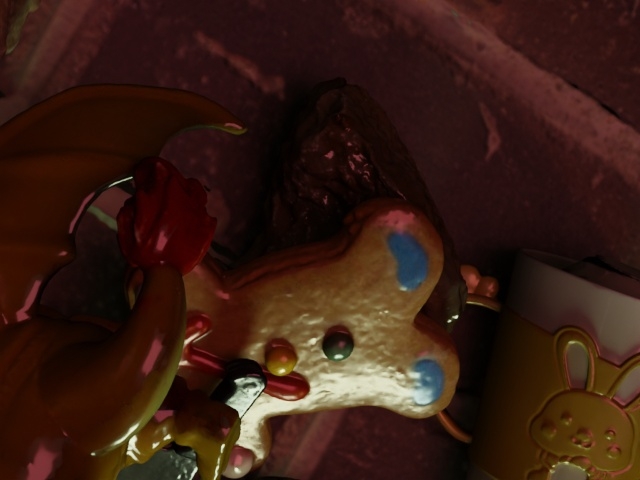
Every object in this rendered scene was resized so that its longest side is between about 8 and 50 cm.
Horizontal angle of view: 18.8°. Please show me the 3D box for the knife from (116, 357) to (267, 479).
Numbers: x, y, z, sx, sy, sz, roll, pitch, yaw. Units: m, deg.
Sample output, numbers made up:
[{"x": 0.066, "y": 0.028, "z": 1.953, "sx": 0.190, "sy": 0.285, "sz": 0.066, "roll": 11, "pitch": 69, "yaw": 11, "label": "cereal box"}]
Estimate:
[{"x": -0.123, "y": 0.162, "z": 1.350, "sx": 0.072, "sy": 0.019, "sz": 0.245, "roll": 23, "pitch": 123, "yaw": -25, "label": "knife"}]

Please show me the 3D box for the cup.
[{"x": 0.182, "y": 0.119, "z": 1.493, "sx": 0.241, "sy": 0.185, "sz": 0.226, "roll": 18, "pitch": 96, "yaw": 8, "label": "cup"}]

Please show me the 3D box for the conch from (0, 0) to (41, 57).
[{"x": -0.302, "y": -0.254, "z": 1.178, "sx": 0.352, "sy": 0.210, "sz": 0.297, "roll": 2, "pitch": 79, "yaw": -23, "label": "conch"}]

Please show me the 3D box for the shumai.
[{"x": 0.000, "y": 0.000, "z": 1.402, "sx": 0.176, "sy": 0.166, "sz": 0.205, "roll": -23, "pitch": 102, "yaw": 5, "label": "shumai"}]

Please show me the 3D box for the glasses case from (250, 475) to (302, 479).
[{"x": 0.018, "y": 0.373, "z": 1.472, "sx": 0.156, "sy": 0.098, "sz": 0.425, "roll": -36, "pitch": 111, "yaw": -28, "label": "glasses case"}]

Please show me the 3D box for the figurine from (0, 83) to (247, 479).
[{"x": -0.243, "y": 0.062, "z": 1.188, "sx": 0.387, "sy": 0.268, "sz": 0.401, "roll": 19, "pitch": 60, "yaw": 10, "label": "figurine"}]

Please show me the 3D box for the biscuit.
[{"x": -0.065, "y": 0.085, "z": 1.342, "sx": 0.324, "sy": 0.049, "sz": 0.205, "roll": -9, "pitch": 124, "yaw": 6, "label": "biscuit"}]
